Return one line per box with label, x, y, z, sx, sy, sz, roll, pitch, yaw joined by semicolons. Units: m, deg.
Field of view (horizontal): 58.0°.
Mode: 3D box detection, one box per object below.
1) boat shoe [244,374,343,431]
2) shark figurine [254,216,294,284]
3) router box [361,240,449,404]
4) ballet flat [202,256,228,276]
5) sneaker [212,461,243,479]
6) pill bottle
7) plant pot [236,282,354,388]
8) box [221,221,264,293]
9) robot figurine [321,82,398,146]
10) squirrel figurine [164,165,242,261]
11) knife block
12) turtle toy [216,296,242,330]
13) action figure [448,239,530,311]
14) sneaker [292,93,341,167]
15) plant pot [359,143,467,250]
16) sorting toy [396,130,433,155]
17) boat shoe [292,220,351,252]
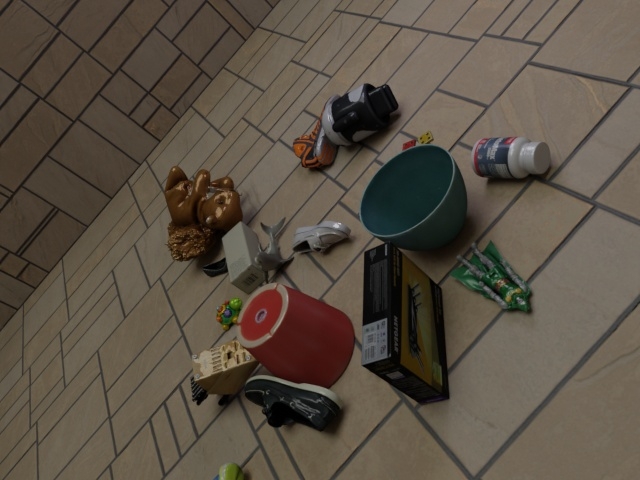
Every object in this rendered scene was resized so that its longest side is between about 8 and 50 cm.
boat shoe;-0.097;0.448;1.548;0.340;0.127;0.113;0;47;37
shark figurine;-0.150;0.042;2.021;0.116;0.166;0.278;-10;28;10
router box;0.199;0.193;1.352;0.081;0.243;0.309;-24;44;32
ballet flat;-0.395;0.098;2.247;0.173;0.049;0.057;-28;42;34
sneaker;-0.251;0.722;1.526;0.126;0.091;0.240;-48;31;37
pill bottle;0.497;-0.217;1.509;0.180;0.108;0.108;9;66;50
plant pot;-0.084;0.258;1.603;0.275;0.243;0.275;-29;41;29
box;-0.281;0.060;2.122;0.113;0.094;0.275;-40;36;15
robot figurine;0.136;-0.445;2.056;0.278;0.209;0.174;-24;60;32
squirrel figurine;-0.467;-0.085;2.368;0.370;0.281;0.397;26;93;44
knife block;-0.275;0.408;1.750;0.275;0.242;0.088;-21;54;6
turtle toy;-0.319;0.246;2.020;0.130;0.066;0.095;-35;38;21
action figure;0.416;0.093;1.366;0.137;0.063;0.232;-44;39;5
sneaker;-0.013;-0.420;2.232;0.180;0.124;0.321;-8;53;43
plant pot;0.277;-0.085;1.553;0.290;0.195;0.290;-28;42;28
sorting toy;0.288;-0.244;1.814;0.132;0.046;0.275;-14;49;40
boat shoe;0.000;0.000;1.885;0.258;0.095;0.084;-14;53;54
